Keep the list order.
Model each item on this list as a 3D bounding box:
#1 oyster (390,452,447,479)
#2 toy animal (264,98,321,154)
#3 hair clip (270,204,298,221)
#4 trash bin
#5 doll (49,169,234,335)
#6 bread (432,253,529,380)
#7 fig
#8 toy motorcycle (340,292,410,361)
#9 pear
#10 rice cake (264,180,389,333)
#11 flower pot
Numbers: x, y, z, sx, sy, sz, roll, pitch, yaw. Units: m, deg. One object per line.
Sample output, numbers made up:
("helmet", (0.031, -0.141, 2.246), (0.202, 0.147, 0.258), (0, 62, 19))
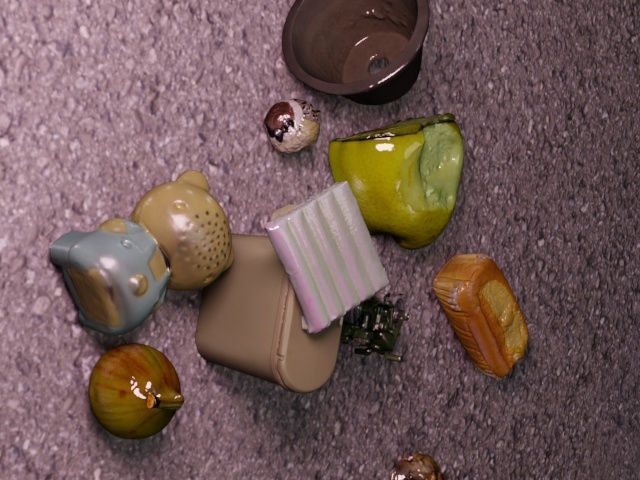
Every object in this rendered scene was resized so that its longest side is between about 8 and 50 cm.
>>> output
("oyster", (0.215, 0.650, 2.038), (0.204, 0.111, 0.396), (18, 79, -46))
("toy animal", (-0.045, -0.214, 1.696), (0.098, 0.098, 0.137), (59, 41, -31))
("hair clip", (-0.001, -0.002, 1.764), (0.218, 0.071, 0.159), (32, 53, -29))
("trash bin", (-0.085, 0.107, 1.584), (0.121, 0.247, 0.243), (12, 87, -43))
("doll", (-0.253, 0.017, 1.473), (0.260, 0.161, 0.177), (-34, 116, -33))
("bread", (0.351, 0.161, 2.099), (0.152, 0.119, 0.288), (-46, 124, -25))
("fig", (-0.265, 0.225, 1.473), (0.148, 0.186, 0.142), (58, 40, -40))
("toy motorcycle", (0.039, 0.139, 1.758), (0.275, 0.205, 0.127), (21, 77, -62))
("pear", (0.167, -0.108, 1.864), (0.292, 0.159, 0.293), (-10, 105, -43))
("rice cake", (0.013, 0.026, 1.476), (0.189, 0.037, 0.198), (-31, 114, -36))
("flower pot", (0.080, -0.344, 1.720), (0.269, 0.269, 0.166), (-69, 155, -13))
